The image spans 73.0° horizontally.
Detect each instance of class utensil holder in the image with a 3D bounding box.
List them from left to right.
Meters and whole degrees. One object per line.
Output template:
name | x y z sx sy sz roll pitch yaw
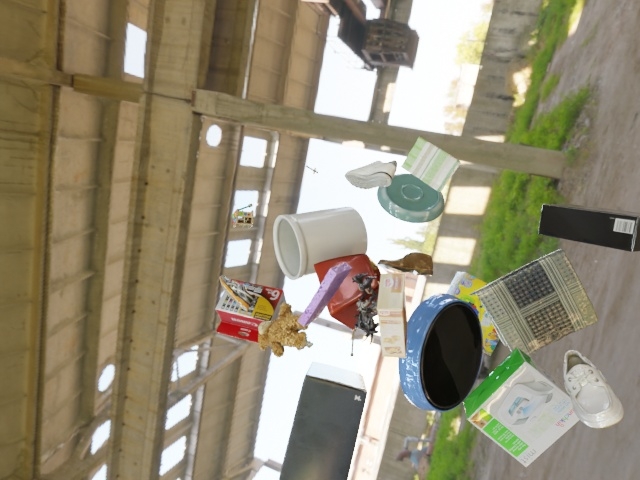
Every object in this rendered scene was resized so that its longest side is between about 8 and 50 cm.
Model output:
utensil holder | 0.000 0.000 2.187 0.386 0.327 0.327 -13 -56 -26

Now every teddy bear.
teddy bear | -0.166 0.392 1.888 0.113 0.338 0.245 24 -99 -37

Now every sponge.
sponge | 0.013 0.164 1.323 0.210 0.031 0.117 -58 -18 21

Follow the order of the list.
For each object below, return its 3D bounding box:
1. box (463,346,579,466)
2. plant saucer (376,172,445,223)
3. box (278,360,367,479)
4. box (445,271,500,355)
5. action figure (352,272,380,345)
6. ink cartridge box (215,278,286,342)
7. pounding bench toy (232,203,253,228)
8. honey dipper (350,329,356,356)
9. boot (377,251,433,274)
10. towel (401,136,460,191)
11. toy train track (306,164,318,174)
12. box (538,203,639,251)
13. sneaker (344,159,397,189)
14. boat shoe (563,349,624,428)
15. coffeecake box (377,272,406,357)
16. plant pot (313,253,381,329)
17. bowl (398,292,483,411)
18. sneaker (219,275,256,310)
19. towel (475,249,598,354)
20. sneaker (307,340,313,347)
box | 0.627 0.516 1.350 0.262 0.231 0.127 -52 -6 14
plant saucer | 0.420 -0.210 1.993 0.043 0.318 0.317 96 -163 -49
box | 0.023 0.865 2.040 0.472 0.298 0.479 81 -157 -81
box | 0.731 0.340 2.068 0.289 0.279 0.177 -61 -6 0
action figure | 0.207 0.275 1.751 0.141 0.164 0.275 -11 -82 -26
ink cartridge box | -0.370 0.369 2.256 0.130 0.310 0.271 83 -159 -49
pounding bench toy | -0.266 -0.089 1.475 0.052 0.065 0.083 149 124 -62
honey dipper | 0.160 0.484 2.106 0.030 0.031 0.160 15 -103 -73
boot | 0.459 0.118 2.348 0.112 0.306 0.115 104 173 -77
towel | 0.342 -0.237 1.347 0.113 0.152 0.023 -59 -14 23
toy train track | -0.045 -0.407 2.468 0.014 0.083 0.048 -26 45 52
box | 0.815 -0.043 1.263 0.184 0.261 0.103 -5 -76 -32
sneaker | 0.195 -0.261 1.681 0.090 0.235 0.094 40 -113 -40
boat shoe | 0.645 0.352 1.060 0.096 0.098 0.277 62 -161 0
coffeecake box | 0.200 0.205 1.186 0.142 0.068 0.185 -72 -24 -52
plant pot | 0.159 0.208 1.942 0.267 0.236 0.267 43 -157 -54
bowl | 0.414 0.373 1.438 0.391 0.077 0.390 -2 -86 -40
sneaker | -0.388 0.233 2.016 0.083 0.215 0.084 -42 -21 -21
towel | 0.727 0.220 1.459 0.324 0.312 0.056 55 -168 -17
sneaker | -0.070 0.554 2.330 0.037 0.083 0.031 -32 -60 -33
